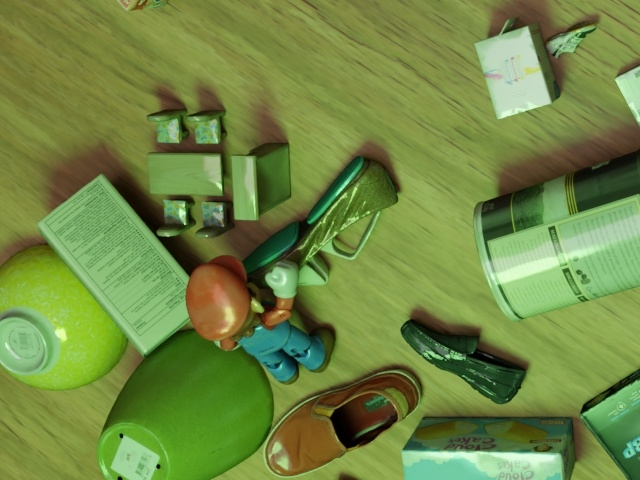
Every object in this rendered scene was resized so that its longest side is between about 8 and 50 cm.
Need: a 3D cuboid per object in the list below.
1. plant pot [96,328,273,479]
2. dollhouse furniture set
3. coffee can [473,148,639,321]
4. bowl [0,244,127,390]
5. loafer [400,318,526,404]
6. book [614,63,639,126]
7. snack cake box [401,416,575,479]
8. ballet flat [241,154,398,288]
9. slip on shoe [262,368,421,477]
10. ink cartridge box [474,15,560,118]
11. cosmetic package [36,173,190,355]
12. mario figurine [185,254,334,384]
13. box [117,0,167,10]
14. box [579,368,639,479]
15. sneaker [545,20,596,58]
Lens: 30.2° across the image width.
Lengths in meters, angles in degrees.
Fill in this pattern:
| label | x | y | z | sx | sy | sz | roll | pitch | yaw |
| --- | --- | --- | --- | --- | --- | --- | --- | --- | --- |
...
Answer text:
| label | x | y | z | sx | sy | sz | roll | pitch | yaw |
| --- | --- | --- | --- | --- | --- | --- | --- | --- | --- |
| plant pot | -0.261 | 0.329 | 2.088 | 0.275 | 0.293 | 0.274 | 5 | 104 | 18 |
| dollhouse furniture set | -0.192 | -0.108 | 2.025 | 0.242 | 0.161 | 0.212 | 2 | 104 | 19 |
| coffee can | 0.400 | -0.006 | 1.821 | 0.275 | 0.201 | 0.201 | -18 | 97 | 22 |
| bowl | -0.519 | 0.166 | 2.199 | 0.289 | 0.156 | 0.289 | 5 | 109 | 15 |
| loafer | 0.240 | 0.190 | 2.000 | 0.223 | 0.076 | 0.078 | 31 | 106 | 5 |
| book | 0.536 | -0.240 | 1.809 | 0.144 | 0.035 | 0.096 | -26 | 97 | 23 |
| snack cake box | 0.283 | 0.363 | 1.983 | 0.264 | 0.152 | 0.089 | -3 | 102 | 20 |
| ballet flat | 0.000 | 0.000 | 2.028 | 0.124 | 0.116 | 0.342 | 43 | 110 | -15 |
| slip on shoe | 0.026 | 0.330 | 2.093 | 0.331 | 0.101 | 0.123 | -30 | 94 | 25 |
| ink cartridge box | 0.305 | -0.274 | 1.848 | 0.090 | 0.092 | 0.143 | -16 | 96 | 23 |
| cosmetic package | -0.351 | 0.048 | 2.111 | 0.153 | 0.129 | 0.296 | -38 | 87 | -13 |
| mario figurine | -0.107 | 0.114 | 2.011 | 0.198 | 0.320 | 0.170 | -49 | 46 | -2 |
| box | -0.349 | -0.542 | 1.981 | 0.300 | 0.142 | 0.154 | 47 | 114 | 3 |
| box | 0.560 | 0.288 | 1.921 | 0.220 | 0.051 | 0.175 | -37 | 89 | 23 |
| sneaker | 0.393 | -0.312 | 1.844 | 0.083 | 0.032 | 0.037 | -23 | 110 | 27 |
